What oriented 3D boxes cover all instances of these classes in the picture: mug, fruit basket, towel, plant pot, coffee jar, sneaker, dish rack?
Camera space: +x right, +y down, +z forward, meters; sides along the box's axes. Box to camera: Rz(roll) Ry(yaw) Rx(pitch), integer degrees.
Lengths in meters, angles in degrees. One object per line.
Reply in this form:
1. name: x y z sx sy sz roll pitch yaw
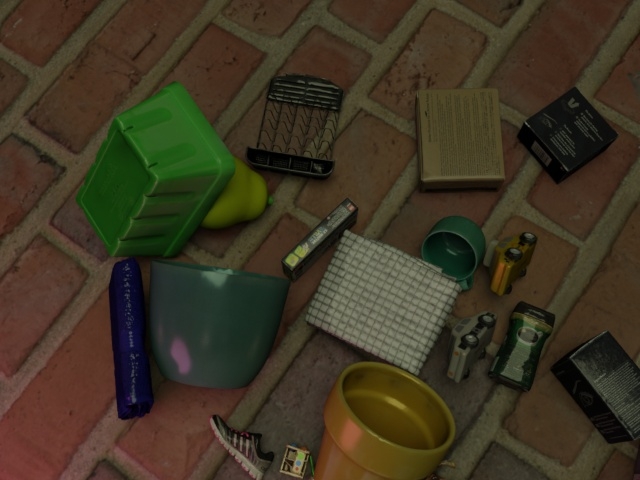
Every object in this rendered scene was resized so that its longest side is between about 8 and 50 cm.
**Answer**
1. mug: 0.299 0.021 1.799 0.130 0.157 0.097 22 40 15
2. fruit basket: -0.294 -0.136 1.764 0.392 0.392 0.283 -33 77 -9
3. towel: -0.393 0.211 1.692 0.076 0.227 0.308 -3 72 -20
4. plant pot: -0.224 0.176 1.673 0.293 0.293 0.235 9 89 3
5. coffee jar: 0.439 0.229 1.751 0.096 0.079 0.184 23 76 10
6. sneaker: -0.163 0.424 1.706 0.075 0.063 0.170 -43 83 -11
7. towel: 0.137 0.135 1.752 0.284 0.121 0.235 24 81 9
8. dish rack: -0.052 -0.278 1.909 0.208 0.074 0.271 10 73 2
9. plant pot: 0.106 0.411 1.598 0.254 0.254 0.239 27 115 8

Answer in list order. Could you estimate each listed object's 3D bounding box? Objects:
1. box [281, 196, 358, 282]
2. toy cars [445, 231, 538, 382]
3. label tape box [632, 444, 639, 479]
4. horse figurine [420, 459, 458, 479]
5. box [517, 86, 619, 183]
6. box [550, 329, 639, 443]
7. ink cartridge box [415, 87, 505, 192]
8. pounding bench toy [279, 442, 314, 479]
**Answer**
1. box: 0.000 0.000 1.804 0.207 0.114 0.036 -43 78 -12
2. toy cars: 0.355 0.127 1.743 0.087 0.176 0.393 23 74 24
3. label tape box: 0.751 0.588 1.628 0.241 0.106 0.333 17 74 5
4. horse figurine: 0.212 0.549 1.665 0.175 0.066 0.263 -5 76 -7
5. box: 0.576 -0.245 1.886 0.158 0.093 0.156 -34 76 -8
6. box: 0.603 0.309 1.689 0.108 0.153 0.207 -33 77 -9
7. ink cartridge box: 0.323 -0.234 1.886 0.193 0.088 0.234 -1 74 2
8. pounding bench toy: -0.038 0.467 1.696 0.083 0.052 0.065 16 74 5
